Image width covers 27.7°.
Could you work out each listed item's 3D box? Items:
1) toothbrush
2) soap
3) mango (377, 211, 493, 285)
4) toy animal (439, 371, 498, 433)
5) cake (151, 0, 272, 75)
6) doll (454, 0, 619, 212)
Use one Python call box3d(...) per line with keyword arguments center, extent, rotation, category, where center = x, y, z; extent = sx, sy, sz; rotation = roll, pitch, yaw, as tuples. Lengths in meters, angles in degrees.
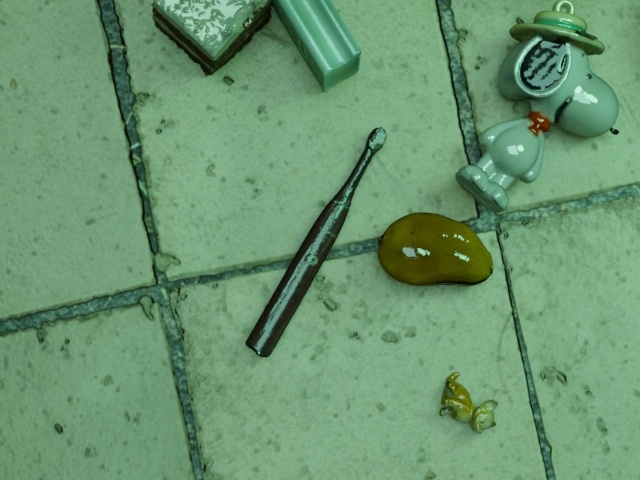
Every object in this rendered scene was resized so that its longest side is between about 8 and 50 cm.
box3d(center=(0.000, 0.000, 1.816), extent=(0.041, 0.041, 0.364), rotation=(30, 84, 3), category="toothbrush")
box3d(center=(-0.019, -0.316, 1.813), extent=(0.066, 0.119, 0.198), rotation=(-30, 84, -4), category="soap")
box3d(center=(0.156, 0.016, 1.797), extent=(0.159, 0.084, 0.105), rotation=(12, 66, -19), category="mango")
box3d(center=(0.208, 0.226, 1.790), extent=(0.083, 0.060, 0.081), rotation=(15, 47, 1), category="toy animal")
box3d(center=(-0.153, -0.322, 1.798), extent=(0.134, 0.147, 0.135), rotation=(42, 86, 5), category="cake")
box3d(center=(0.285, -0.185, 1.790), extent=(0.271, 0.144, 0.208), rotation=(-33, 94, -9), category="doll")
